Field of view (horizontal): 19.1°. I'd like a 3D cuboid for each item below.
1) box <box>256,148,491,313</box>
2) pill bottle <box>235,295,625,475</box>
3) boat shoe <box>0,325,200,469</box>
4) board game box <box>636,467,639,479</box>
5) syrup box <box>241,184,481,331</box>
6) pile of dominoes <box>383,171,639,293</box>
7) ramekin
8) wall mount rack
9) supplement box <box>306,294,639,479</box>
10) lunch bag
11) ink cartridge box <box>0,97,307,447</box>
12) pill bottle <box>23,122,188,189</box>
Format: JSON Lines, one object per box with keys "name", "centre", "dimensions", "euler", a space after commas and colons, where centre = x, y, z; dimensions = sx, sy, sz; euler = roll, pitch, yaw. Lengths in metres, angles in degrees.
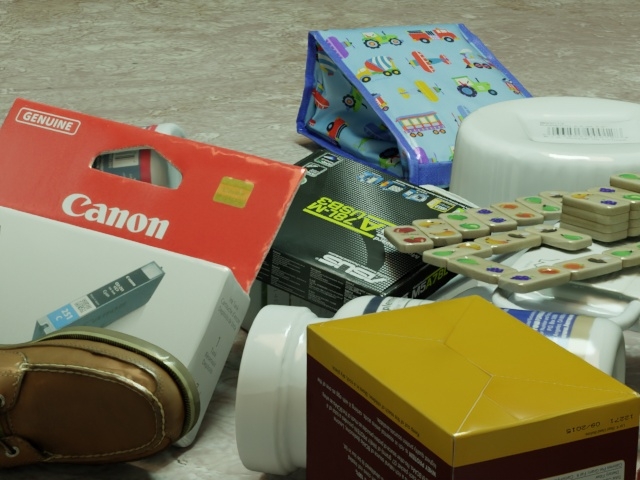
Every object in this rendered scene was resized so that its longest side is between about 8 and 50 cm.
{"name": "box", "centre": [0.024, -0.005, 1.656], "dimensions": [0.191, 0.045, 0.184], "euler": [23, 32, 28]}
{"name": "pill bottle", "centre": [0.081, 0.120, 1.381], "dimensions": [0.265, 0.153, 0.153], "euler": [5, 19, 14]}
{"name": "boat shoe", "centre": [-0.240, 0.131, 1.433], "dimensions": [0.307, 0.110, 0.104], "euler": [-1, 20, 28]}
{"name": "board game box", "centre": [0.366, 0.155, 1.481], "dimensions": [0.145, 0.027, 0.281], "euler": [11, 21, 30]}
{"name": "syrup box", "centre": [0.028, 0.017, 1.776], "dimensions": [0.237, 0.093, 0.096], "euler": [-10, 21, -28]}
{"name": "pile of dominoes", "centre": [0.185, -0.018, 1.577], "dimensions": [0.251, 0.040, 0.196], "euler": [-12, 20, -39]}
{"name": "ramekin", "centre": [0.260, -0.054, 1.932], "dimensions": [0.277, 0.135, 0.277], "euler": [0, 19, 0]}
{"name": "wall mount rack", "centre": [0.178, 0.063, 1.599], "dimensions": [0.304, 0.130, 0.350], "euler": [11, 17, 19]}
{"name": "supplement box", "centre": [0.088, 0.162, 1.187], "dimensions": [0.129, 0.194, 0.191], "euler": [-9, 21, -25]}
{"name": "lunch bag", "centre": [0.140, -0.141, 2.233], "dimensions": [0.221, 0.138, 0.293], "euler": [-7, 29, -28]}
{"name": "ink cartridge box", "centre": [-0.194, 0.006, 1.560], "dimensions": [0.296, 0.261, 0.066], "euler": [14, -21, 22]}
{"name": "pill bottle", "centre": [-0.206, -0.042, 1.689], "dimensions": [0.180, 0.108, 0.108], "euler": [-6, 17, 13]}
